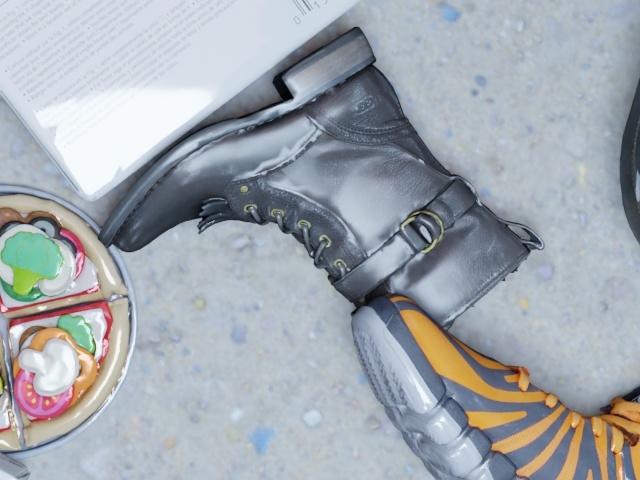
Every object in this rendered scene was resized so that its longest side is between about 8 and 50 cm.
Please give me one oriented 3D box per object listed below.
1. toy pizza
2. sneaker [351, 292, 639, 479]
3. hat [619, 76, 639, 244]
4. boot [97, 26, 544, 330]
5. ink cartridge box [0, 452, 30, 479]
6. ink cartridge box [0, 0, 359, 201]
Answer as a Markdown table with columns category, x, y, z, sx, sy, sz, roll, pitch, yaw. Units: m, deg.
| category | x | y | z | sx | sy | sz | roll | pitch | yaw |
| --- | --- | --- | --- | --- | --- | --- | --- | --- | --- |
| toy pizza | -0.234 | 0.059 | 1.155 | 0.201 | 0.032 | 0.201 | 0 | 87 | -1 |
| sneaker | 0.170 | 0.128 | 1.118 | 0.180 | 0.124 | 0.321 | -41 | 105 | -8 |
| hat | 0.370 | -0.087 | 1.123 | 0.331 | 0.134 | 0.331 | 2 | 102 | 11 |
| boot | 0.000 | 0.000 | 1.138 | 0.263 | 0.091 | 0.229 | -34 | 96 | 5 |
| ink cartridge box | -0.278 | 0.200 | 1.109 | 0.099 | 0.056 | 0.135 | 26 | 87 | 1 |
| ink cartridge box | -0.126 | -0.217 | 1.122 | 0.296 | 0.066 | 0.261 | -38 | 101 | -6 |
